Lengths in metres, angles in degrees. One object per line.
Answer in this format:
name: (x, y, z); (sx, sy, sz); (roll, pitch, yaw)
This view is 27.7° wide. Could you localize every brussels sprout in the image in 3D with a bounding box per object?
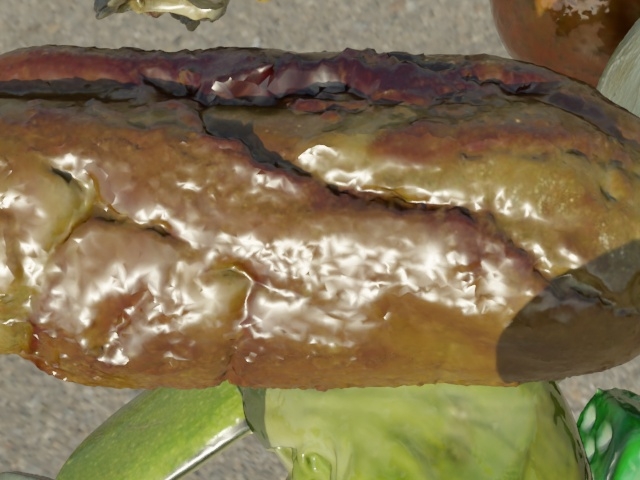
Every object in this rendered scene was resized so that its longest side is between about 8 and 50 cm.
brussels sprout: (0.065, 0.121, 0.792); (0.223, 0.223, 0.161); (35, 85, 35)

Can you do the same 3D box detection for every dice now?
dice: (0.325, 0.228, 1.318); (0.128, 0.120, 0.131); (15, 100, -11)

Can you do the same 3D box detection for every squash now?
squash: (-0.148, 0.184, 1.201); (0.252, 0.169, 0.093); (-36, 84, 17)

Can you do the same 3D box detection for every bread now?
bread: (0.001, -0.001, 0.448); (0.344, 0.124, 0.084); (3, 22, 10)

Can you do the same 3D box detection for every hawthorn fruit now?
hawthorn fruit: (0.290, -0.269, 1.204); (0.277, 0.298, 0.277); (-3, 67, 7)

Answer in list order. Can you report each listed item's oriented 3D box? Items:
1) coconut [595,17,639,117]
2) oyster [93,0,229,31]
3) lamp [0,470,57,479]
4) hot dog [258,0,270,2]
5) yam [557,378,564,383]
coconut: (0.340, -0.082, 1.068); (0.245, 0.245, 0.247); (45, 113, 35)
oyster: (-0.110, -0.199, 0.735); (0.096, 0.221, 0.361); (-15, 39, -17)
lamp: (-0.209, 0.123, 0.587); (0.124, 0.283, 0.203); (0, 80, 32)
hot dog: (-0.077, -0.245, 1.116); (0.041, 0.133, 0.056); (-49, 55, 18)
yam: (0.218, 0.120, 1.555); (0.304, 0.168, 0.168); (-45, 54, -15)
